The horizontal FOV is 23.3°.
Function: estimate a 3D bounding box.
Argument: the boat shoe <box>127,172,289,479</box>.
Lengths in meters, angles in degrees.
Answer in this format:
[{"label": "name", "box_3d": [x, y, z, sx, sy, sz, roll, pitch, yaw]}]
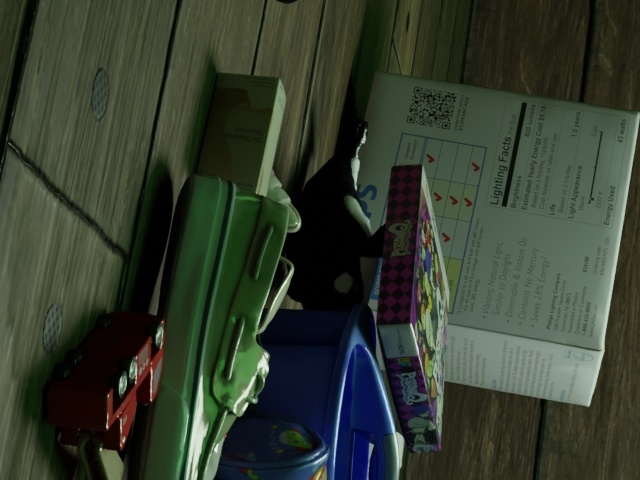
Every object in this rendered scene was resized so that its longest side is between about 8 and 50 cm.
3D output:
[{"label": "boat shoe", "box_3d": [-0.086, 0.091, 1.219, 0.109, 0.094, 0.302, 133, -32, -70]}]

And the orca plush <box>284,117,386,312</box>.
[{"label": "orca plush", "box_3d": [0.008, -0.030, 1.747, 0.102, 0.151, 0.287, 45, 48, -37]}]

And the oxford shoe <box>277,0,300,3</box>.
[{"label": "oxford shoe", "box_3d": [-0.021, -0.286, 1.454, 0.132, 0.130, 0.363, -50, 174, -3]}]

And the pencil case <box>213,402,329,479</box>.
[{"label": "pencil case", "box_3d": [-0.068, 0.308, 1.443, 0.119, 0.133, 0.306, -67, 162, -72]}]

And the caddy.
[{"label": "caddy", "box_3d": [-0.007, 0.226, 1.596, 0.241, 0.179, 0.341, -55, 150, -68]}]

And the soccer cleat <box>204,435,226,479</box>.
[{"label": "soccer cleat", "box_3d": [-0.120, 0.234, 1.317, 0.076, 0.068, 0.196, -37, 139, -48]}]

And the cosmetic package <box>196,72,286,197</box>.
[{"label": "cosmetic package", "box_3d": [-0.070, -0.087, 1.367, 0.041, 0.060, 0.115, 71, 26, -65]}]

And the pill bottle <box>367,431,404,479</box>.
[{"label": "pill bottle", "box_3d": [0.017, 0.373, 1.867, 0.169, 0.169, 0.301, 73, 25, -67]}]

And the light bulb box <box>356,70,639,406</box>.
[{"label": "light bulb box", "box_3d": [0.215, -0.002, 2.074, 0.225, 0.361, 0.357, 81, 21, -64]}]

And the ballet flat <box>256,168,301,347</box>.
[{"label": "ballet flat", "box_3d": [-0.060, 0.008, 1.428, 0.077, 0.079, 0.221, 45, 52, -77]}]

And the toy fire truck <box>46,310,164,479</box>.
[{"label": "toy fire truck", "box_3d": [-0.154, 0.142, 1.078, 0.192, 0.047, 0.135, -61, 156, -67]}]

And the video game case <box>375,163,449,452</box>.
[{"label": "video game case", "box_3d": [0.101, 0.072, 1.653, 0.232, 0.042, 0.210, -82, 163, -44]}]
